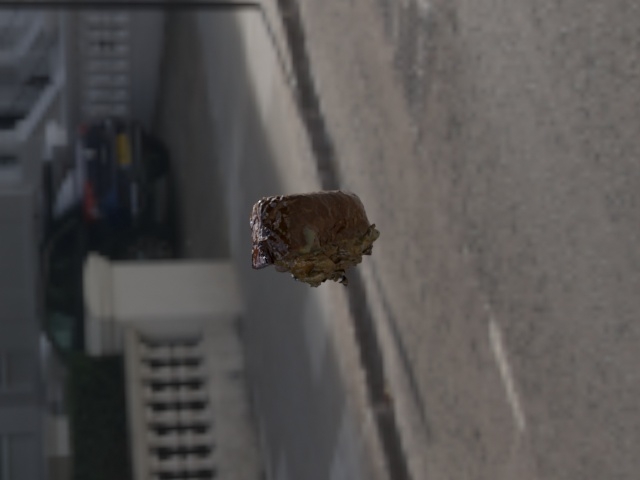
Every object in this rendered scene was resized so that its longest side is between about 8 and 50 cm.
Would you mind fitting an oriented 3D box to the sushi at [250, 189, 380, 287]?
[{"bbox_3d":[-0.003,0.001,0.923,0.061,0.118,0.060,-18,84,45],"label":"sushi"}]
